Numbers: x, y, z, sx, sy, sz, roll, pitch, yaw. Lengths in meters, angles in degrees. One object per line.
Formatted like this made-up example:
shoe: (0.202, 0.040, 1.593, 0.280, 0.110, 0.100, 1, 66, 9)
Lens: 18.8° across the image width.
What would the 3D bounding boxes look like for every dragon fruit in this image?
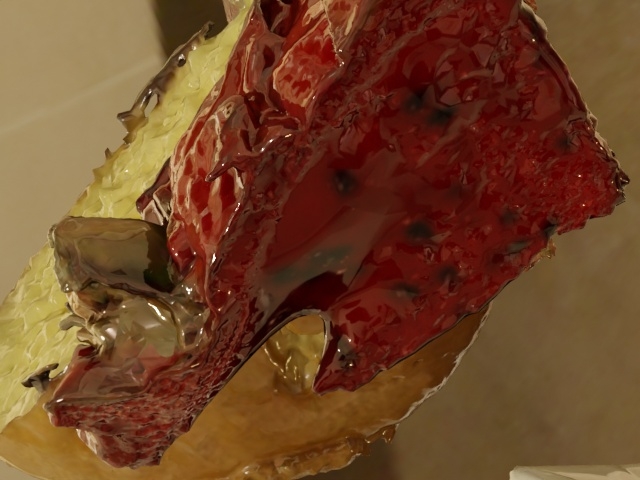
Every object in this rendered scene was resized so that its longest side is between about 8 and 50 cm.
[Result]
dragon fruit: (-0.010, -0.012, 0.580, 0.192, 0.122, 0.092, -48, 41, 10)

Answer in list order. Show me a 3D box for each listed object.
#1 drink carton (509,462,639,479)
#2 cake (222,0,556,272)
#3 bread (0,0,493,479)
drink carton: (0.198, 0.204, 0.877, 0.132, 0.324, 0.194, 15, 96, 38)
cake: (0.040, -0.098, 0.970, 0.158, 0.159, 0.262, -15, 87, -4)
bread: (-0.017, 0.002, 0.774, 0.147, 0.160, 0.261, 32, 105, -20)
